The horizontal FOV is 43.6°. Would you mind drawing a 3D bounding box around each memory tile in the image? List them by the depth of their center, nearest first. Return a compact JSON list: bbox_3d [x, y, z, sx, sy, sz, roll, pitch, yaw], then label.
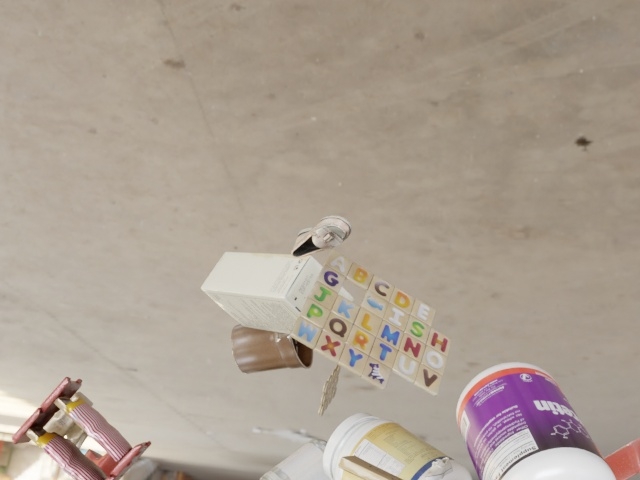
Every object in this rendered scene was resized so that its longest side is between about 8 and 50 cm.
[{"bbox_3d":[0.027,0.434,2.333,0.012,0.113,0.148,15,-159,14],"label":"memory tile"}]

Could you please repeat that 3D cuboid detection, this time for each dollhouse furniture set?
[{"bbox_3d":[-0.461,0.401,1.634,0.201,0.152,0.374,41,169,3],"label":"dollhouse furniture set"}]

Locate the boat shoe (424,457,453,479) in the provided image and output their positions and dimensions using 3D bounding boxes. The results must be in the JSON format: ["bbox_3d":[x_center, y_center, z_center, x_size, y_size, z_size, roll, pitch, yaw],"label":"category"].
[{"bbox_3d":[0.238,0.462,1.622,0.035,0.035,0.100,-17,171,35],"label":"boat shoe"}]

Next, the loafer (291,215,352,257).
[{"bbox_3d":[0.000,0.000,1.119,0.045,0.039,0.125,42,152,-15],"label":"loafer"}]

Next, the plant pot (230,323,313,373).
[{"bbox_3d":[-0.123,0.251,1.978,0.165,0.167,0.167,-14,154,14],"label":"plant pot"}]

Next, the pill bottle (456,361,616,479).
[{"bbox_3d":[0.328,0.338,1.209,0.181,0.323,0.181,-2,115,-5],"label":"pill bottle"}]

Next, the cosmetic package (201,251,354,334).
[{"bbox_3d":[-0.097,0.114,1.706,0.309,0.113,0.160,3,144,50],"label":"cosmetic package"}]

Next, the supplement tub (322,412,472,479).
[{"bbox_3d":[0.177,0.564,1.897,0.228,0.228,0.316,28,177,-43],"label":"supplement tub"}]

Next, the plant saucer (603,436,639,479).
[{"bbox_3d":[0.493,0.401,1.378,0.258,0.048,0.259,-1,144,-48],"label":"plant saucer"}]

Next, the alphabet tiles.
[{"bbox_3d":[0.088,0.135,1.220,0.237,0.198,0.009,30,133,-3],"label":"alphabet tiles"}]

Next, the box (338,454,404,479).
[{"bbox_3d":[0.134,0.422,1.375,0.201,0.021,0.164,22,171,14],"label":"box"}]

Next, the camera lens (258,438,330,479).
[{"bbox_3d":[-0.044,0.723,2.300,0.274,0.219,0.219,-31,171,-22],"label":"camera lens"}]
